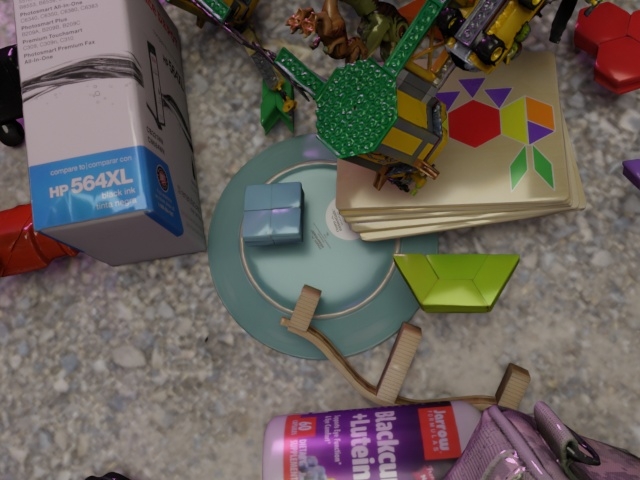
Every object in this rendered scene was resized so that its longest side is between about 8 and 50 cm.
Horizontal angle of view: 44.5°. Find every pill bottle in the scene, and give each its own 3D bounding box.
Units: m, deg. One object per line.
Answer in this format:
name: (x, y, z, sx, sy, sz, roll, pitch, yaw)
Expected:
pill bottle: (0.062, 0.168, 0.541, 0.193, 0.108, 0.108, -6, 78, 3)

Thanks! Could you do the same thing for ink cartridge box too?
ink cartridge box: (-0.156, -0.095, 0.594, 0.086, 0.148, 0.203, -10, 78, 5)

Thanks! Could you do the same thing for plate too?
plate: (0.000, 0.000, 0.624, 0.188, 0.024, 0.188, -1, 78, 6)

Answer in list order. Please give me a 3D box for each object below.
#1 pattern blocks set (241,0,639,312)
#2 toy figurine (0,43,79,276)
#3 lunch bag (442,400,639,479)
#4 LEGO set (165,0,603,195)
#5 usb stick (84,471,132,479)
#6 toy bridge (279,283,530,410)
pattern blocks set: (0.104, -0.078, 0.600, 0.325, 0.026, 0.285, 6, 65, 13)
toy figurine: (-0.285, -0.073, 0.572, 0.148, 0.209, 0.213, -13, 77, 8)
lunch bag: (0.105, 0.253, 0.408, 0.256, 0.212, 0.305, 32, 102, -15)
LEGO set: (0.054, -0.188, 0.579, 0.331, 0.192, 0.255, 37, 105, 35)
usb stick: (-0.059, 0.254, 0.566, 0.278, 0.045, 0.077, 22, 80, 9)
toy bridge: (0.058, 0.093, 0.589, 0.188, 0.026, 0.063, 21, 102, 1)
